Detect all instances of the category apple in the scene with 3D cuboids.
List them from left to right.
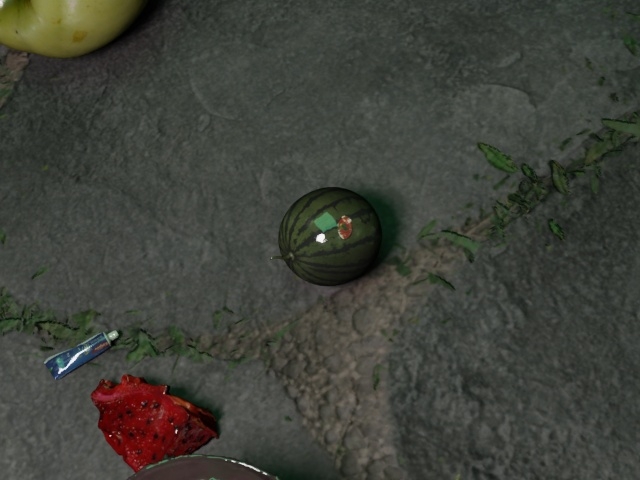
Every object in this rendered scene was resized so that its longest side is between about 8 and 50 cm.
[{"bbox_3d":[-0.330,-0.354,1.716,0.262,0.262,0.262,-5,53,6],"label":"apple"}]

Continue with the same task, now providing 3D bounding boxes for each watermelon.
[{"bbox_3d":[0.000,0.000,1.469,0.133,0.105,0.105,-22,51,-29],"label":"watermelon"}]

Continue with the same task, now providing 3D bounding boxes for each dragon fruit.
[{"bbox_3d":[-0.177,0.167,1.405,0.097,0.063,0.131,-38,57,-18],"label":"dragon fruit"}]

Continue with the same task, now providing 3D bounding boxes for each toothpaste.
[{"bbox_3d":[-0.253,0.119,1.484,0.083,0.019,0.027,-30,71,-7],"label":"toothpaste"}]

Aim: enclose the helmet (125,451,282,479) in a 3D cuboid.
[{"bbox_3d":[-0.072,0.343,1.188,0.225,0.177,0.305,-22,46,-14],"label":"helmet"}]
